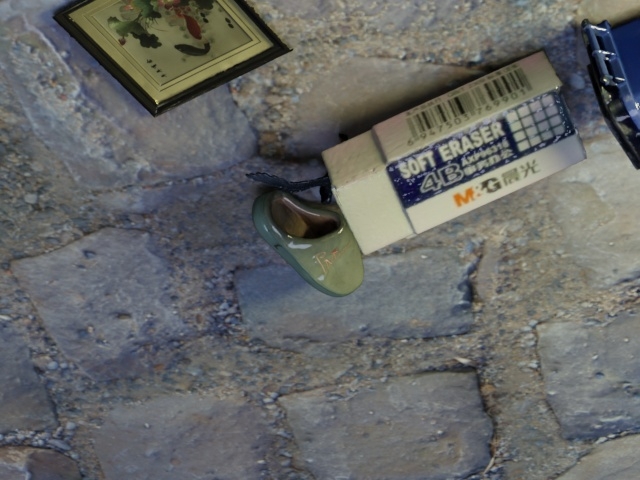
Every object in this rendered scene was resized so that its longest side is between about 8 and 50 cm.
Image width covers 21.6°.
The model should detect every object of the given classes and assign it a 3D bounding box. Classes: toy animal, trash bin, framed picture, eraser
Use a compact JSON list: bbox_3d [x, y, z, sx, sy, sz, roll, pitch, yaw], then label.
[{"bbox_3d":[0.022,-0.076,2.026,0.220,0.062,0.108,10,138,-23],"label":"toy animal"},{"bbox_3d":[0.419,-0.192,1.836,0.234,0.162,0.184,-25,135,18],"label":"trash bin"},{"bbox_3d":[-0.166,-0.232,1.877,0.199,0.010,0.195,-23,135,23],"label":"framed picture"},{"bbox_3d":[0.153,-0.100,1.936,0.287,0.086,0.130,-23,132,4],"label":"eraser"}]

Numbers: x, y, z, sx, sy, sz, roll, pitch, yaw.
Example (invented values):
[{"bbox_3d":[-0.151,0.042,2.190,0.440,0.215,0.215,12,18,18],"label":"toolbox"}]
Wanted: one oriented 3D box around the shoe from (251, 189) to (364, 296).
[{"bbox_3d":[0.000,0.000,2.099,0.078,0.079,0.195,-21,133,41],"label":"shoe"}]
